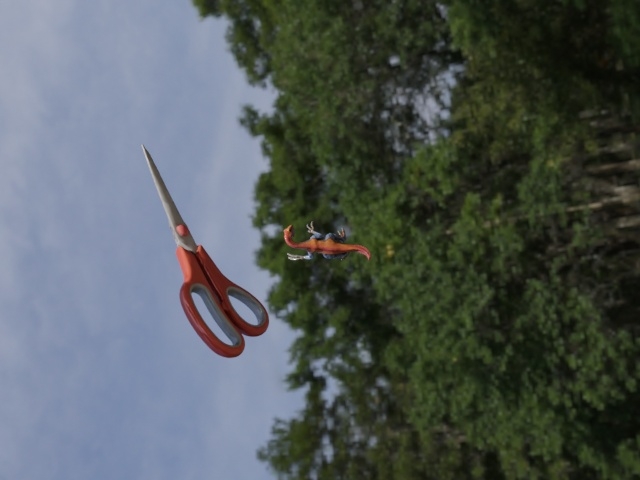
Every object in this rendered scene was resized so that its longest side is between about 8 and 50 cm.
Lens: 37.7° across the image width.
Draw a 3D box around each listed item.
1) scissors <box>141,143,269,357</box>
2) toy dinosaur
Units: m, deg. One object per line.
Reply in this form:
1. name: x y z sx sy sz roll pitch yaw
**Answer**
1. scissors: -0.161 0.005 1.090 0.109 0.021 0.297 -19 -110 -51
2. toy dinosaur: 0.000 0.000 1.097 0.082 0.090 0.047 2 -92 -48
